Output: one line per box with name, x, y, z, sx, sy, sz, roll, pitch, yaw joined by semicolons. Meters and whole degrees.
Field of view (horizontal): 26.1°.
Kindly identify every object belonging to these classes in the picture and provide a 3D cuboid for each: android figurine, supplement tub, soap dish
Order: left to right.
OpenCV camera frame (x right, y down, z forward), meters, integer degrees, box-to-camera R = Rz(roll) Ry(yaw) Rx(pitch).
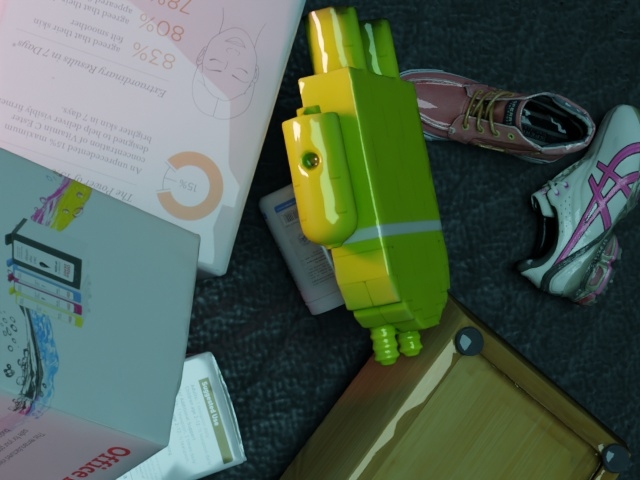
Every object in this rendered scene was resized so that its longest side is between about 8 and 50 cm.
supplement tub;0.000;0.000;1.147;0.071;0.071;0.107;-26;94;-16
android figurine;0.043;-0.041;1.076;0.056;0.248;0.273;-10;90;20
soap dish;0.100;0.212;1.133;0.229;0.118;0.291;40;76;-9

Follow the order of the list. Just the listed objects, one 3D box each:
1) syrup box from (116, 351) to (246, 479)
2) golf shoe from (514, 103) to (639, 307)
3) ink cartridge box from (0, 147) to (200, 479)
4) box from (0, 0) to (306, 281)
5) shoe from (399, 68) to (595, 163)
syrup box;-0.187;0.163;1.072;0.237;0.093;0.096;-18;90;-16
golf shoe;0.233;-0.040;1.215;0.086;0.067;0.186;22;81;-11
ink cartridge box;-0.225;0.054;0.911;0.233;0.171;0.168;25;53;-27
box;-0.141;-0.162;1.072;0.215;0.168;0.345;19;80;-13
shoe;0.145;-0.111;1.189;0.178;0.081;0.063;15;82;-14
